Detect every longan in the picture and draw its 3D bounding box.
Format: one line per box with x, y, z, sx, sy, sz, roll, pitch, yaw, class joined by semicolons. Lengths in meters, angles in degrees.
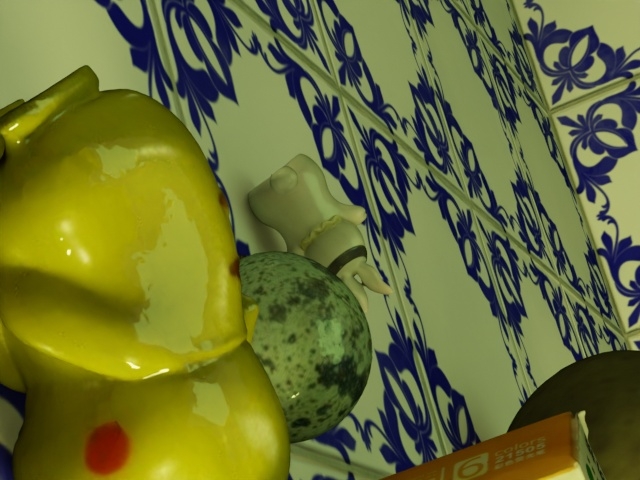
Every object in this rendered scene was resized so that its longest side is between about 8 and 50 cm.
0.348;0.297;1.821;0.361;0.361;0.361;57;20;-34;longan

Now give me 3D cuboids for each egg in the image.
-0.030;0.073;1.220;0.132;0.132;0.172;59;6;-29;egg

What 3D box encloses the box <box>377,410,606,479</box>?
0.087;0.260;1.118;0.091;0.274;0.220;-74;142;-69;box

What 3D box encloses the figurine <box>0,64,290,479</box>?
-0.110;0.069;0.940;0.169;0.218;0.326;-18;94;-33;figurine

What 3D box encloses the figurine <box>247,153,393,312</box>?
0.007;-0.007;1.479;0.146;0.081;0.098;51;13;-4;figurine

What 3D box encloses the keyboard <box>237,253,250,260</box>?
-0.040;0.039;1.431;0.055;0.017;0.166;71;17;10;keyboard
